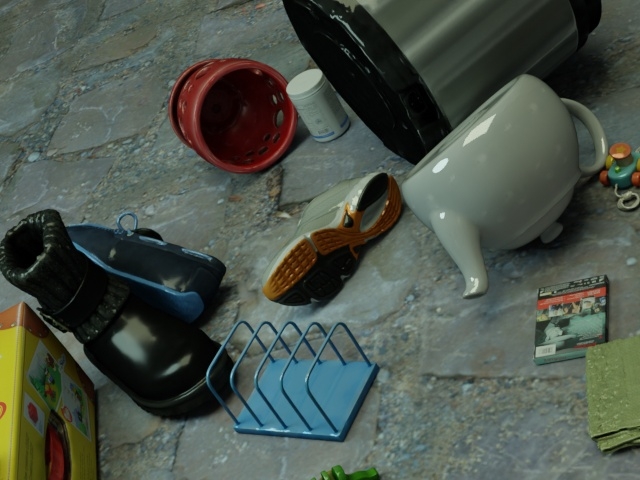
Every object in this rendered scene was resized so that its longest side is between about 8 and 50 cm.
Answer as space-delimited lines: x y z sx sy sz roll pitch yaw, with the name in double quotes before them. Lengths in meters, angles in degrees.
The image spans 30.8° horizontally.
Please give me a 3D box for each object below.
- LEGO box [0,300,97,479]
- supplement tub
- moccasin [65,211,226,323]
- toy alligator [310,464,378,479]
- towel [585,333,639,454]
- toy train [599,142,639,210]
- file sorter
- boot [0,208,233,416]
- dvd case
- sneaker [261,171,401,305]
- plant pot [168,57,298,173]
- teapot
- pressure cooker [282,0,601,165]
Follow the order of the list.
"LEGO box" -0.488 0.362 1.480 0.373 0.193 0.500 -28 33 6
"supplement tub" -0.003 -0.224 1.939 0.071 0.107 0.071 -21 34 15
"moccasin" -0.280 0.042 1.820 0.342 0.137 0.117 22 54 35
"toy alligator" -0.021 0.304 1.309 0.190 0.051 0.056 -34 33 -4
"towel" 0.336 0.157 1.238 0.110 0.027 0.148 -18 36 21
"toy train" 0.438 -0.110 1.491 0.166 0.046 0.125 -29 33 4
"file sorter" -0.039 0.168 1.455 0.170 0.104 0.118 -2 44 37
"boot" -0.295 0.097 1.610 0.348 0.260 0.131 12 52 47
"dvd case" 0.296 0.092 1.369 0.087 0.013 0.119 -14 36 25
"sneaker" 0.000 0.000 1.671 0.262 0.099 0.121 -42 26 -29
"plant pot" -0.156 -0.222 1.992 0.191 0.191 0.174 -38 27 -10
"teapot" 0.244 -0.078 1.491 0.256 0.187 0.252 -43 3 15
"pressure cooker" 0.203 -0.358 1.709 0.420 0.375 0.370 -40 23 -4
